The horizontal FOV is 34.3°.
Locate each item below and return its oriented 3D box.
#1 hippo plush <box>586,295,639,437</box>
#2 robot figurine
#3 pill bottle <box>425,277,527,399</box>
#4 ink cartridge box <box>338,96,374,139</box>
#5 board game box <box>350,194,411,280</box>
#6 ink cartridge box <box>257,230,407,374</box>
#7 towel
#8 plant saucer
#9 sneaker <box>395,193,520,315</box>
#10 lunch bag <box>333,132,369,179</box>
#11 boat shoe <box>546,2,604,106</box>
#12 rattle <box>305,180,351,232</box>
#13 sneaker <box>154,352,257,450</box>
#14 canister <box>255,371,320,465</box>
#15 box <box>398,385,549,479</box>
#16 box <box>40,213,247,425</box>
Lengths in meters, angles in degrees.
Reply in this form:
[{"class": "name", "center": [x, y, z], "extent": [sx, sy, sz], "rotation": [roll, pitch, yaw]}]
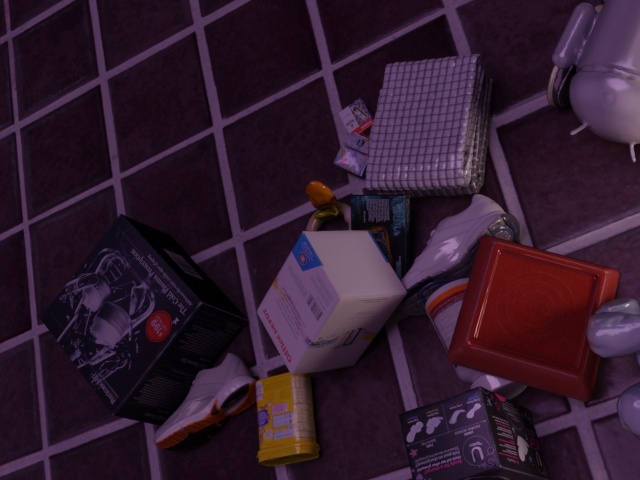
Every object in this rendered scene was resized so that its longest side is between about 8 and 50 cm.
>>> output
[{"class": "hippo plush", "center": [0.597, 0.213, 1.703], "extent": [0.294, 0.234, 0.236], "rotation": [-4, 102, 45]}, {"class": "robot figurine", "center": [0.578, -0.324, 1.868], "extent": [0.300, 0.200, 0.353], "rotation": [24, 86, 16]}, {"class": "pill bottle", "center": [0.289, 0.188, 1.910], "extent": [0.121, 0.121, 0.221], "rotation": [-34, 60, 17]}, {"class": "ink cartridge box", "center": [0.090, -0.246, 2.235], "extent": [0.063, 0.029, 0.115], "rotation": [-34, 59, 17]}, {"class": "board game box", "center": [0.122, 0.000, 2.091], "extent": [0.126, 0.026, 0.186], "rotation": [2, 97, 29]}, {"class": "ink cartridge box", "center": [0.018, 0.120, 2.018], "extent": [0.171, 0.168, 0.232], "rotation": [60, 135, 32]}, {"class": "towel", "center": [0.223, -0.224, 2.097], "extent": [0.235, 0.121, 0.283], "rotation": [-1, 72, 35]}, {"class": "plant saucer", "center": [0.381, 0.126, 1.836], "extent": [0.259, 0.047, 0.259], "rotation": [15, 68, 10]}, {"class": "sneaker", "center": [0.250, 0.033, 2.016], "extent": [0.297, 0.111, 0.129], "rotation": [-40, 40, 10]}, {"class": "lunch bag", "center": [0.076, -0.183, 2.198], "extent": [0.071, 0.053, 0.083], "rotation": [27, 85, 11]}, {"class": "boat shoe", "center": [0.514, -0.352, 1.989], "extent": [0.073, 0.080, 0.223], "rotation": [27, 84, 40]}, {"class": "rattle", "center": [0.000, 0.000, 2.143], "extent": [0.130, 0.143, 0.199], "rotation": [24, 80, 16]}, {"class": "sneaker", "center": [-0.250, 0.344, 2.206], "extent": [0.262, 0.099, 0.121], "rotation": [-35, 51, 7]}, {"class": "canister", "center": [-0.070, 0.360, 2.095], "extent": [0.126, 0.073, 0.169], "rotation": [-17, 64, 25]}, {"class": "box", "center": [0.267, 0.362, 1.786], "extent": [0.163, 0.247, 0.142], "rotation": [-24, 62, 23]}, {"class": "box", "center": [-0.394, 0.175, 2.289], "extent": [0.343, 0.179, 0.312], "rotation": [42, 98, 34]}]
